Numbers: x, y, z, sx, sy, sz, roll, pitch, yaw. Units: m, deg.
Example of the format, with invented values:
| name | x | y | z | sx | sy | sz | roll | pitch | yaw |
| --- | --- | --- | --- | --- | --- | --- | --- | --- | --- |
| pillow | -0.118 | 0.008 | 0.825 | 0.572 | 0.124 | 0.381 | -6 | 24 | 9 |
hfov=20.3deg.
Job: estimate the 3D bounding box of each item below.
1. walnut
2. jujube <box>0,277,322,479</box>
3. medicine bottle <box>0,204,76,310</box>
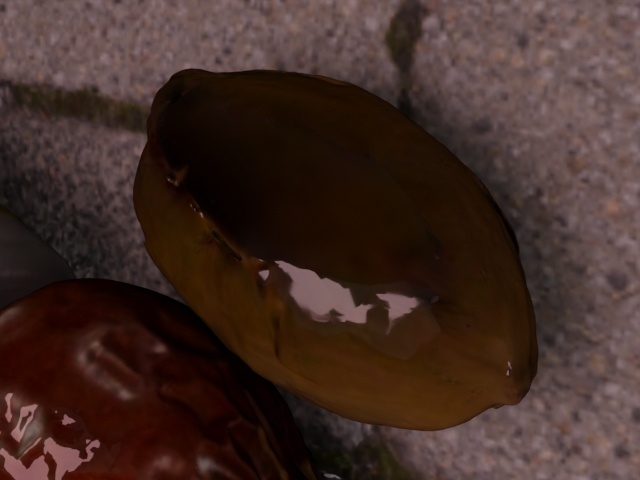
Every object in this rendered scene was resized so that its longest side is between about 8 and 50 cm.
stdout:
| name | x | y | z | sx | sy | sz | roll | pitch | yaw |
| --- | --- | --- | --- | --- | --- | --- | --- | --- | --- |
| walnut | 0.000 | 0.000 | 0.810 | 0.245 | 0.137 | 0.137 | 33 | 114 | 27 |
| jujube | -0.076 | 0.125 | 0.859 | 0.236 | 0.168 | 0.168 | 44 | 120 | 1 |
| medicine bottle | -0.313 | 0.000 | 0.971 | 0.340 | 0.208 | 0.208 | 37 | 116 | 24 |
